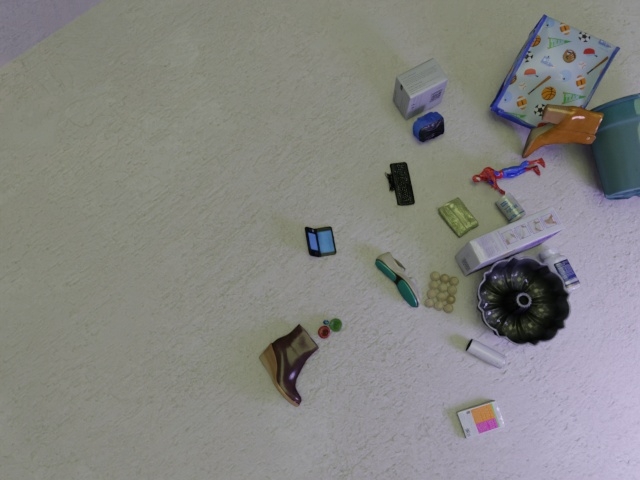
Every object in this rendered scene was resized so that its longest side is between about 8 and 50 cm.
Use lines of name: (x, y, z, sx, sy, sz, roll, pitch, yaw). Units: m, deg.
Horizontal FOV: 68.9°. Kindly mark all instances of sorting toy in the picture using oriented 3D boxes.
sorting toy: (0.031, 0.333, 1.794, 0.102, 0.042, 0.061, -29, 91, -16)

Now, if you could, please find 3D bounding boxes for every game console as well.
game console: (0.000, 0.000, 1.866, 0.071, 0.107, 0.122, -19, 72, 28)

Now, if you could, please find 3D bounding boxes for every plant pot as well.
plant pot: (1.193, -0.340, 1.758, 0.342, 0.341, 0.333, -5, 82, 2)

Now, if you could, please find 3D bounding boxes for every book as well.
book: (0.575, 0.643, 1.676, 0.144, 0.035, 0.096, -17, 78, -1)

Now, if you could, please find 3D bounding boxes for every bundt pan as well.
bundt pan: (0.734, 0.228, 1.728, 0.331, 0.124, 0.330, -1, 75, 4)

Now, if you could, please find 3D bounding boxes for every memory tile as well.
memory tile: (0.471, 0.201, 1.809, 0.113, 0.012, 0.147, 14, 76, 7)

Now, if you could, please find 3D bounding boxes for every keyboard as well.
keyboard: (0.327, -0.235, 1.922, 0.100, 0.038, 0.191, -10, 74, 1)

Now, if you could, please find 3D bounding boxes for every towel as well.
towel: (0.553, -0.094, 1.875, 0.110, 0.027, 0.148, -33, 76, -4)

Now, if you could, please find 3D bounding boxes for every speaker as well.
speaker: (0.609, 0.417, 1.721, 0.136, 0.055, 0.055, 27, 79, 11)

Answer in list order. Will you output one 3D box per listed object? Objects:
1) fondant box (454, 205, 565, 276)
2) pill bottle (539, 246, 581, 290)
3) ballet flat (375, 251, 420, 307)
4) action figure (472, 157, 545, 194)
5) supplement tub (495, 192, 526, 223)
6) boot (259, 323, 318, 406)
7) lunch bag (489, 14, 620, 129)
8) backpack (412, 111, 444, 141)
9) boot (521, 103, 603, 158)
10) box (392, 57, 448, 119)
fondant box: (0.689, 0.010, 1.729, 0.331, 0.238, 0.096, -24, 75, -2)
pill bottle: (0.898, 0.113, 1.762, 0.094, 0.094, 0.169, -21, 75, -2)
ballet flat: (0.317, 0.144, 1.805, 0.086, 0.086, 0.248, -37, 75, -6)
action figure: (0.755, -0.241, 1.864, 0.281, 0.091, 0.138, -7, 63, 2)
supplement tub: (0.753, -0.128, 1.848, 0.071, 0.071, 0.107, -33, 76, -5)
boot: (-0.089, 0.462, 1.736, 0.207, 0.090, 0.248, -36, 72, -4)
lunch bag: (0.917, -0.632, 1.881, 0.328, 0.239, 0.385, 27, 94, 8)
backpack: (0.444, -0.472, 1.950, 0.120, 0.098, 0.101, -29, 46, -4)
boot: (0.922, -0.394, 1.792, 0.212, 0.295, 0.104, 17, 62, 9)
box: (0.412, -0.628, 1.946, 0.182, 0.181, 0.119, -27, 75, -3)
